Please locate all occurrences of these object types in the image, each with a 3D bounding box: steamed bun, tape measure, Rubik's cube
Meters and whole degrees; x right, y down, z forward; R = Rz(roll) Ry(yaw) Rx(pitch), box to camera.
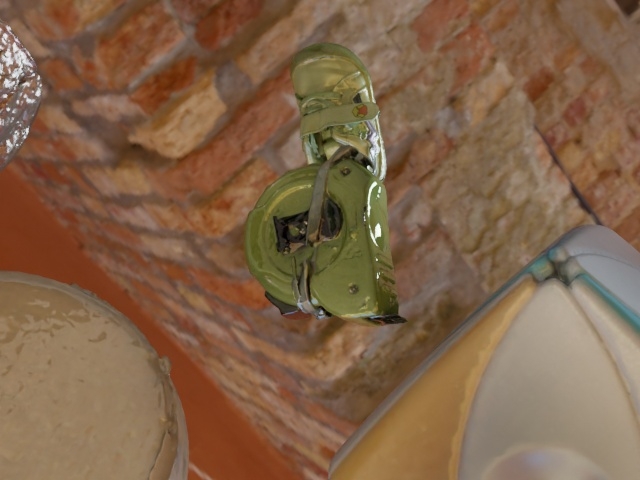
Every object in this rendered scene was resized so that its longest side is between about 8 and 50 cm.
[{"bbox_3d":[-0.304,-0.120,0.775,0.145,0.106,0.175,-55,165,-17],"label":"steamed bun"},{"bbox_3d":[0.000,0.000,0.909,0.154,0.177,0.087,-10,161,22],"label":"tape measure"},{"bbox_3d":[-0.312,0.219,0.845,0.374,0.374,0.241,-54,169,-45],"label":"steamed bun"},{"bbox_3d":[0.262,0.215,0.940,0.347,0.352,0.351,-47,166,21],"label":"Rubik's cube"}]

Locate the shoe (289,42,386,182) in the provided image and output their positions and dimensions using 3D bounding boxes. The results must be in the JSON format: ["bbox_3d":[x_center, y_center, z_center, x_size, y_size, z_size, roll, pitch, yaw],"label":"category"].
[{"bbox_3d":[0.035,-0.188,1.489,0.140,0.262,0.128,-14,-163,13],"label":"shoe"}]
